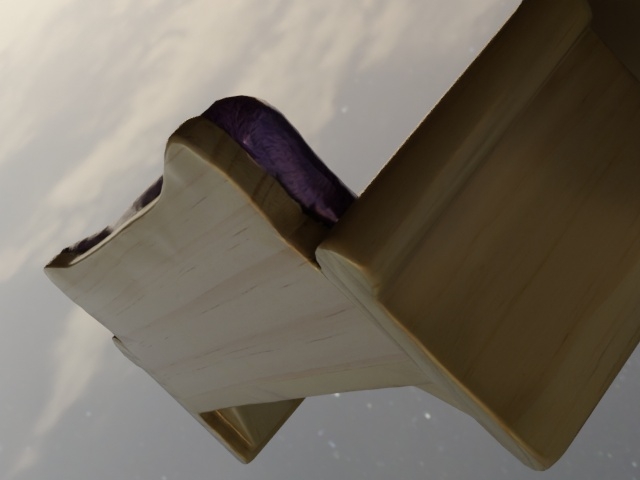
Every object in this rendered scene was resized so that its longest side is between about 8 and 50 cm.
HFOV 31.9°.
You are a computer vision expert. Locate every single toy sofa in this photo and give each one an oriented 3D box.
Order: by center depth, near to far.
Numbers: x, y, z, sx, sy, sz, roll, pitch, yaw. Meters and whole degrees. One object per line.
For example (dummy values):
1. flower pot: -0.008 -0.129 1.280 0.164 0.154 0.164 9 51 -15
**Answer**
1. toy sofa: 0.000 0.000 0.555 0.150 0.177 0.362 -48 -171 -23

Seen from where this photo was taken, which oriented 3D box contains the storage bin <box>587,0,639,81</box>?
1. storage bin: 0.174 -0.174 0.420 0.123 0.262 0.260 -51 -173 -29
